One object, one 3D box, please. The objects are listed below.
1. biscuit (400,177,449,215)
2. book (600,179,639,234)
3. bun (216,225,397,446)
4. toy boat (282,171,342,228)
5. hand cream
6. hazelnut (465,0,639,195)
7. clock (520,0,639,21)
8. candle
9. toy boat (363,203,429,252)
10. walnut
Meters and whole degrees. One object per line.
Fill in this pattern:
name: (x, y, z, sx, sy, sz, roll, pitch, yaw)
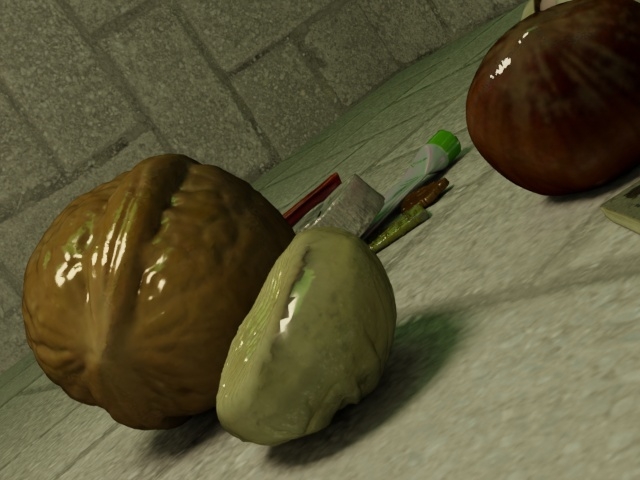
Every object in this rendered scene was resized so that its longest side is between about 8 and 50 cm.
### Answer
biscuit: (0.140, -0.057, 1.417, 0.082, 0.016, 0.092, -42, 10, -14)
book: (0.331, -0.068, 0.813, 0.198, 0.016, 0.138, -34, 10, 3)
bun: (-0.001, 0.091, 0.875, 0.222, 0.127, 0.222, -60, 12, 22)
toy boat: (-0.111, 0.025, 1.674, 0.392, 0.079, 0.136, -33, 7, 15)
hand cream: (0.111, -0.065, 1.505, 0.275, 0.050, 0.079, -44, -14, -27)
hazelnut: (0.244, -0.144, 0.983, 0.212, 0.181, 0.181, -32, 11, 19)
clock: (0.448, -0.372, 1.423, 0.325, 0.184, 0.342, -36, -3, -2)
candle: (0.000, 0.000, 1.399, 0.192, 0.068, 0.168, -41, 11, 43)
toy boat: (0.090, -0.010, 1.347, 0.115, 0.016, 0.063, -34, 9, 4)
walnut: (-0.170, 0.058, 1.114, 0.333, 0.333, 0.333, -33, 9, 6)
